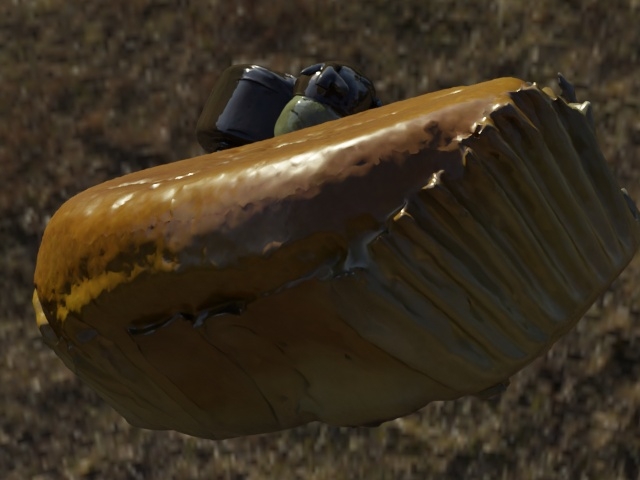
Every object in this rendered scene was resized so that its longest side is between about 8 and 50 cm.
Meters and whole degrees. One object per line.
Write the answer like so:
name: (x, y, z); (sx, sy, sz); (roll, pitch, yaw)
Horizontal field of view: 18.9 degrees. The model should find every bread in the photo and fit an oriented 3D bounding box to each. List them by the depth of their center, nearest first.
bread: (-0.004, 0.006, 1.174); (0.388, 0.183, 0.236); (-19, 19, 32)

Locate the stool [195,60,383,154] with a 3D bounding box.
stool: (-0.025, -0.071, 1.464); (0.125, 0.217, 0.121); (30, 74, -20)
